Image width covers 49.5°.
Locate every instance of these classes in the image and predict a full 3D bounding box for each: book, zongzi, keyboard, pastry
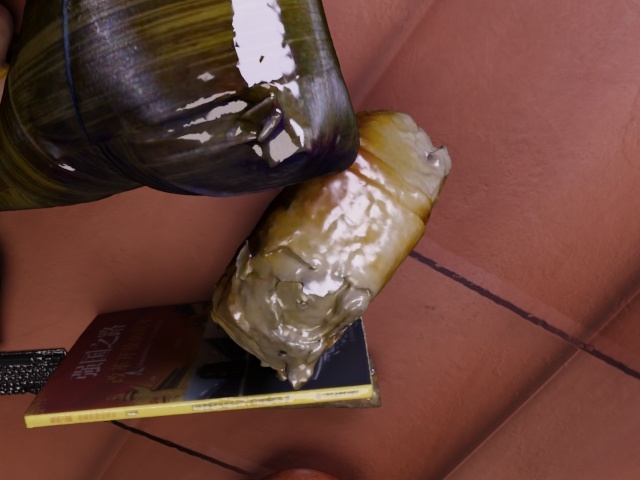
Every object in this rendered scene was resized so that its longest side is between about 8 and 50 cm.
[{"bbox_3d":[-0.129,0.136,0.853,0.374,0.262,0.028,-5,109,1],"label":"book"},{"bbox_3d":[-0.203,-0.223,0.610,0.433,0.208,0.403,-6,98,28],"label":"zongzi"},{"bbox_3d":[-0.482,0.197,1.016,0.231,0.023,0.072,-3,120,0],"label":"keyboard"},{"bbox_3d":[0.000,0.000,0.756,0.136,0.329,0.329,39,114,-6],"label":"pastry"}]

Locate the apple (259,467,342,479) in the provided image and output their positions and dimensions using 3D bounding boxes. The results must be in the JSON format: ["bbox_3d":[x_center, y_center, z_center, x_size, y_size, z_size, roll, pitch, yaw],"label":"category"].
[{"bbox_3d":[-0.030,0.489,1.101,0.254,0.253,0.253,-1,122,-2],"label":"apple"}]

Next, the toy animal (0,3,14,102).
[{"bbox_3d":[-0.381,-0.159,0.735,0.165,0.149,0.248,-25,133,-7],"label":"toy animal"}]

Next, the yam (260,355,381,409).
[{"bbox_3d":[-0.091,0.209,1.009,0.357,0.081,0.081,0,122,-4],"label":"yam"}]
